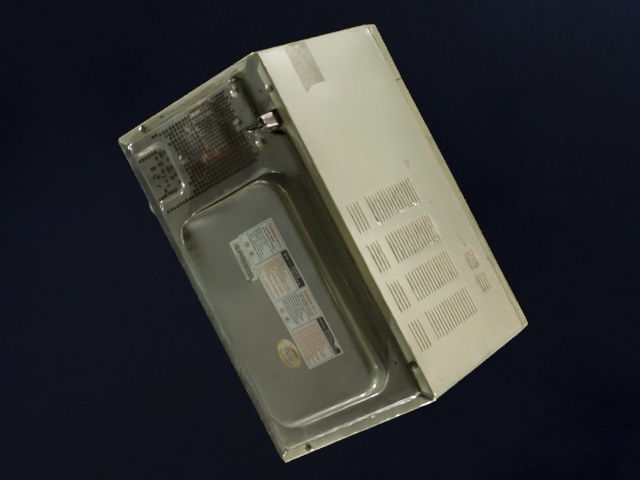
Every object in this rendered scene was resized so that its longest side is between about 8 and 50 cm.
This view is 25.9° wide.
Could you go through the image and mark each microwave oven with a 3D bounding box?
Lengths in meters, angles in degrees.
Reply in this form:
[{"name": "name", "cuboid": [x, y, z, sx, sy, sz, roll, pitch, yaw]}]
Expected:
[{"name": "microwave oven", "cuboid": [0.000, 0.000, 0.936, 0.145, 0.194, 0.240, -27, -90, 37]}]
